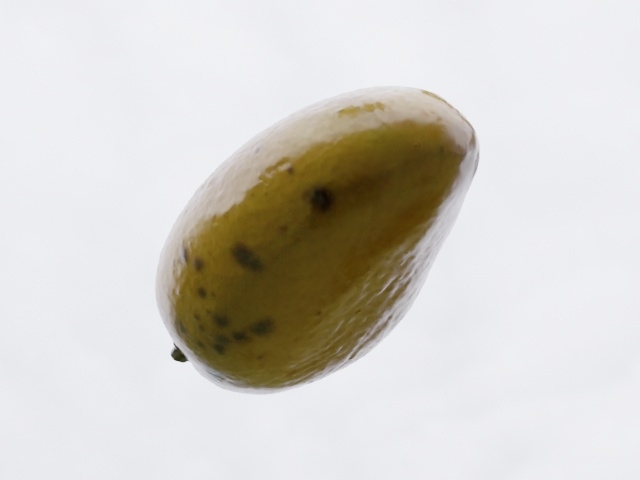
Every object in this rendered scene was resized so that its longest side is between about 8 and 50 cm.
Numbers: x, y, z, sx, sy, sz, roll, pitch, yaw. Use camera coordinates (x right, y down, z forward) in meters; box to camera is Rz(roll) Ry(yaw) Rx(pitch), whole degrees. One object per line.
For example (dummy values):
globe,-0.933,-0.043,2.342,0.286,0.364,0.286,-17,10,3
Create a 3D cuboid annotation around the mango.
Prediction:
mango,0.000,0.000,0.453,0.079,0.057,0.114,8,-40,-42
